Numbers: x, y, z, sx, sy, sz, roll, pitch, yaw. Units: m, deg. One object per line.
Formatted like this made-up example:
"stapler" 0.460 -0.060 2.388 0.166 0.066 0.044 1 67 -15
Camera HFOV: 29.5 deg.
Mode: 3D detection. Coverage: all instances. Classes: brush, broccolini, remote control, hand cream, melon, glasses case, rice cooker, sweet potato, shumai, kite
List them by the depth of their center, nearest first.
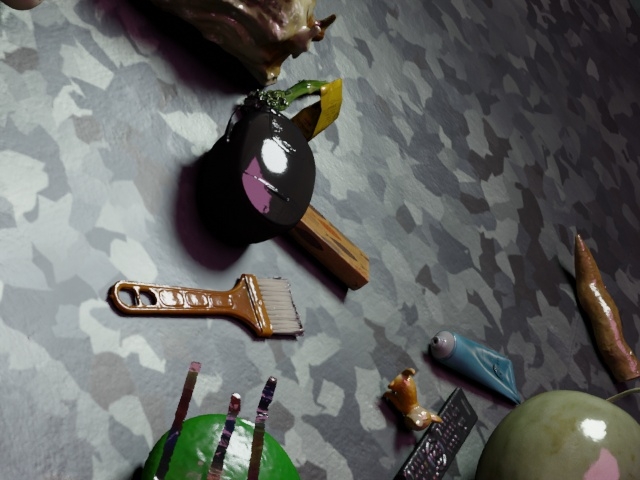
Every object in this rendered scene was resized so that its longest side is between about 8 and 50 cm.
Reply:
"kite" -0.134 0.279 1.248 0.169 0.015 0.310 13 74 -16
"brush" -0.139 0.078 1.526 0.314 0.017 0.090 7 56 -48
"rice cooker" -0.083 -0.088 1.628 0.142 0.118 0.203 36 41 -27
"melon" 0.341 0.347 1.702 0.271 0.272 0.308 54 28 -6
"remote control" 0.168 0.292 1.729 0.063 0.025 0.245 56 34 -5
"glasses case" 0.000 0.000 1.732 0.170 0.041 0.064 41 26 -22
"shumai" -0.125 -0.343 1.757 0.314 0.267 0.262 -18 110 -27
"broccolini" -0.046 -0.218 1.847 0.239 0.051 0.054 -31 133 -61
"hand cream" 0.244 0.192 1.889 0.224 0.048 0.083 28 42 -43
"sweet potato" 0.517 0.128 2.250 0.067 0.059 0.281 9 58 -62

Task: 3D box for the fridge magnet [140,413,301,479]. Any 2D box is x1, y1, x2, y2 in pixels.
"fridge magnet" -0.106 0.291 1.324 0.208 0.088 0.208 20 54 -29

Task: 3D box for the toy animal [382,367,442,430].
"toy animal" 0.133 0.227 1.698 0.083 0.081 0.060 45 29 17

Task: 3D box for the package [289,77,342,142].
"package" -0.013 -0.176 1.772 0.047 0.131 0.071 53 32 2

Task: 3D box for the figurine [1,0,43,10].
"figurine" -0.403 -0.469 1.461 0.306 0.241 0.411 17 61 -32
